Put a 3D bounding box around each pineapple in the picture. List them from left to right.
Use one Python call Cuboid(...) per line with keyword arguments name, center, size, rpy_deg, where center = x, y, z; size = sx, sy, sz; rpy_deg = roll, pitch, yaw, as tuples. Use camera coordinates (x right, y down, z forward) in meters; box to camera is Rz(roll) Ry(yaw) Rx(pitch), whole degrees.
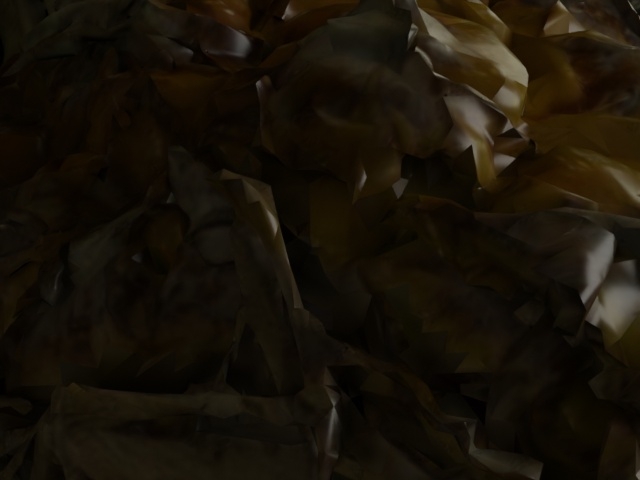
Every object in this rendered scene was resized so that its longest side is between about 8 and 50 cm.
Cuboid(name="pineapple", center=(0.007, 0.072, 0.536), size=(0.300, 0.352, 0.352), rpy_deg=(-11, 85, -72))

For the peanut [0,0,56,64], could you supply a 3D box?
Cuboid(name="peanut", center=(-0.089, -0.099, 0.835), size=(0.130, 0.130, 0.290), rpy_deg=(62, 15, -57))
